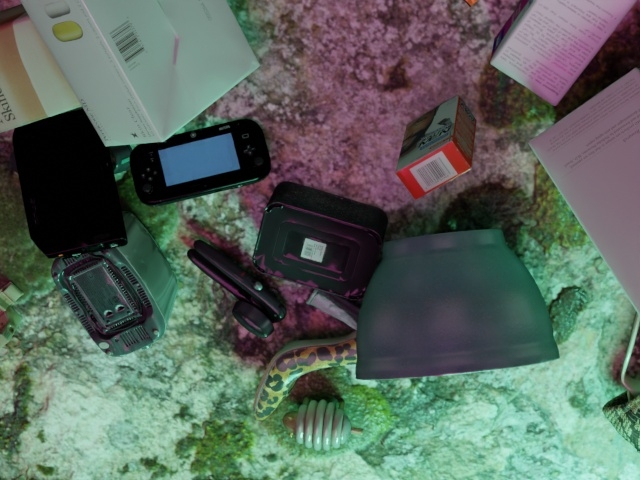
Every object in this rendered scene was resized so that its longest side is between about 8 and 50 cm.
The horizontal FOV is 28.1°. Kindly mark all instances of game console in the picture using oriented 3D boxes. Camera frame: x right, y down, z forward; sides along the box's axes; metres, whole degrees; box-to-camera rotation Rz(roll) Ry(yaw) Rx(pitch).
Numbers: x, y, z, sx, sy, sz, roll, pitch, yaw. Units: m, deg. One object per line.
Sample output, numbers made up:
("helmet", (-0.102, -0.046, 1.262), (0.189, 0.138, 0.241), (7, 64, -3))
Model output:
("game console", (-0.257, -0.109, 1.861), (0.361, 0.044, 0.213), (-14, 74, -4))

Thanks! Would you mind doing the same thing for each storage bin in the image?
("storage bin", (0.000, 0.000, 1.911), (0.180, 0.084, 0.122), (16, 117, 1))

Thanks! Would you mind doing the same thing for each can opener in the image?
("can opener", (-0.129, 0.067, 1.983), (0.186, 0.073, 0.059), (46, 123, -3))

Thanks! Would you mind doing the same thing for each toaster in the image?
("toaster", (-0.314, 0.054, 1.958), (0.129, 0.146, 0.227), (-26, 109, 20))

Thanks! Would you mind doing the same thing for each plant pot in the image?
("plant pot", (0.186, 0.086, 1.833), (0.293, 0.293, 0.196), (-6, 87, 13))

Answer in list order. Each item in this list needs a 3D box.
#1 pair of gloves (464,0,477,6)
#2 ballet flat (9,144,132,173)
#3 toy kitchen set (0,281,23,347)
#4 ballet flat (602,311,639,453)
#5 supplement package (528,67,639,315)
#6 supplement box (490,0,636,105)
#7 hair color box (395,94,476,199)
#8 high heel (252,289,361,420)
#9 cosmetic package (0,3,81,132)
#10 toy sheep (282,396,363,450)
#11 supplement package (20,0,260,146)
("pair of gloves", (0.207, -0.367, 1.737), (0.074, 0.010, 0.083), (-36, 104, 24))
("ballet flat", (-0.384, -0.120, 1.930), (0.203, 0.074, 0.074), (-3, 115, 12))
("toy kitchen set", (-0.520, 0.115, 2.064), (0.068, 0.075, 0.083), (-36, 109, 22))
("ballet flat", (0.554, 0.113, 1.841), (0.182, 0.164, 0.482), (36, 120, 15))
("supplement package", (0.443, -0.056, 1.691), (0.175, 0.177, 0.293), (-36, 77, 23))
("supplement box", (0.332, -0.306, 1.688), (0.114, 0.111, 0.220), (31, 116, -5))
("hair color box", (0.162, -0.131, 1.771), (0.093, 0.167, 0.053), (-30, 108, 22))
("high heel", (0.015, 0.215, 2.003), (0.186, 0.093, 0.261), (31, 108, 2))
("cosmetic package", (-0.449, -0.248, 1.846), (0.296, 0.129, 0.153), (-17, 112, 18))
("toy sheep", (0.004, 0.295, 2.051), (0.132, 0.091, 0.091), (3, 116, 9))
("supplement package", (-0.246, -0.290, 1.717), (0.145, 0.204, 0.262), (0, 125, 50))
